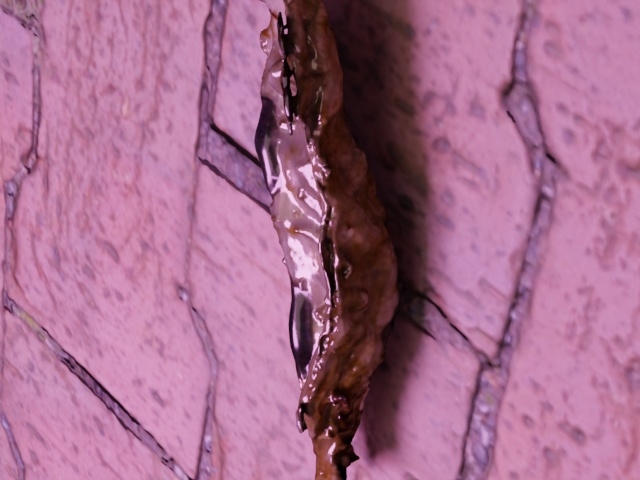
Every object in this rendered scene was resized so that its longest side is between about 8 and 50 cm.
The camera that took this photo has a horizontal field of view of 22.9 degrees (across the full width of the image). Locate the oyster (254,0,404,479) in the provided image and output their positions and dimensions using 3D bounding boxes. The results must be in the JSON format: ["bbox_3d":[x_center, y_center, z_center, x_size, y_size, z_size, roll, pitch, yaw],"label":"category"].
[{"bbox_3d":[0.001,0.000,0.983,0.129,0.079,0.345,-143,44,-64],"label":"oyster"}]
